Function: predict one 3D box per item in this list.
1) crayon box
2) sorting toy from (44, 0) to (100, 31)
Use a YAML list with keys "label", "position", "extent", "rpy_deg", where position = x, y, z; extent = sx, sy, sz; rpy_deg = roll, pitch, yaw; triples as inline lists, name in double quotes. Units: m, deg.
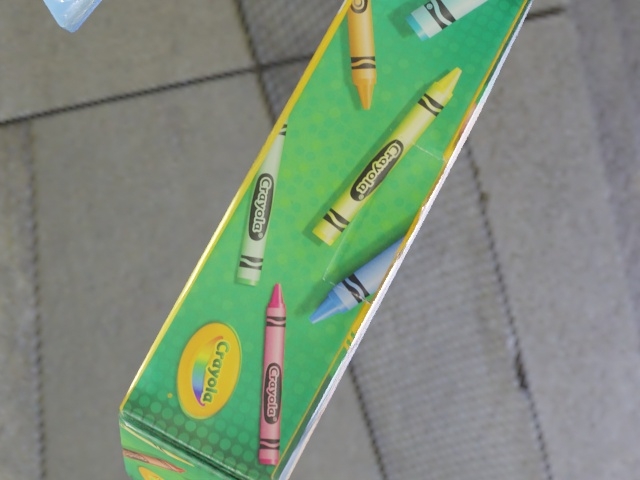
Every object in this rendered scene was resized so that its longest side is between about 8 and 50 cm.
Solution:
- label: "crayon box"
  position: [0.000, 0.000, 0.908]
  extent: [0.278, 0.081, 0.165]
  rpy_deg: [-62, 177, -16]
- label: "sorting toy"
  position: [-0.070, -0.272, 1.092]
  extent: [0.047, 0.348, 0.196]
  rpy_deg: [22, 41, -49]
